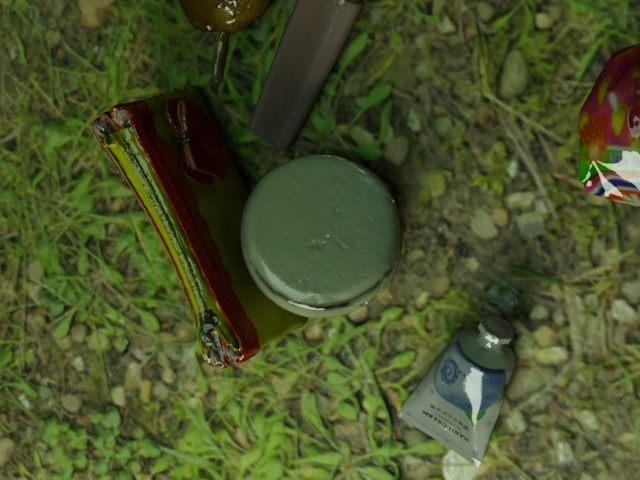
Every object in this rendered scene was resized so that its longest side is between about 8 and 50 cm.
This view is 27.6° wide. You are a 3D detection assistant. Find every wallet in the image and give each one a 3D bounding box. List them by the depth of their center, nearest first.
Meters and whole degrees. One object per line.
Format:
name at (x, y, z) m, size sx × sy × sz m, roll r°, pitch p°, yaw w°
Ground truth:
wallet at (-0.097, -0.017, 1.111) m, size 0.067 × 0.141 × 0.241 m, roll -27°, pitch 90°, yaw 23°

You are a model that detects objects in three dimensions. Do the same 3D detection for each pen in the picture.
pen at (-0.007, -0.169, 1.093) m, size 0.053 × 0.032 × 0.197 m, roll 34°, pitch 117°, yaw 15°

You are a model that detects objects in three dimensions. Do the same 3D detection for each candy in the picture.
candy at (0.257, -0.202, 0.926) m, size 0.124 × 0.124 × 0.365 m, roll 6°, pitch 97°, yaw 24°

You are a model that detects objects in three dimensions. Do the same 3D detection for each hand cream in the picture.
hand cream at (0.123, 0.123, 1.095) m, size 0.084 × 0.053 × 0.142 m, roll 32°, pitch 124°, yaw 14°

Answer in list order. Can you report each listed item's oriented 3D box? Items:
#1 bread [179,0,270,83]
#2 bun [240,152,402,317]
bread at (-0.067, -0.300, 1.062) m, size 0.124 × 0.084 × 0.344 m, roll 22°, pitch 113°, yaw 43°
bun at (0.000, 0.000, 1.098) m, size 0.138 × 0.094 × 0.138 m, roll 0°, pitch 79°, yaw -2°
